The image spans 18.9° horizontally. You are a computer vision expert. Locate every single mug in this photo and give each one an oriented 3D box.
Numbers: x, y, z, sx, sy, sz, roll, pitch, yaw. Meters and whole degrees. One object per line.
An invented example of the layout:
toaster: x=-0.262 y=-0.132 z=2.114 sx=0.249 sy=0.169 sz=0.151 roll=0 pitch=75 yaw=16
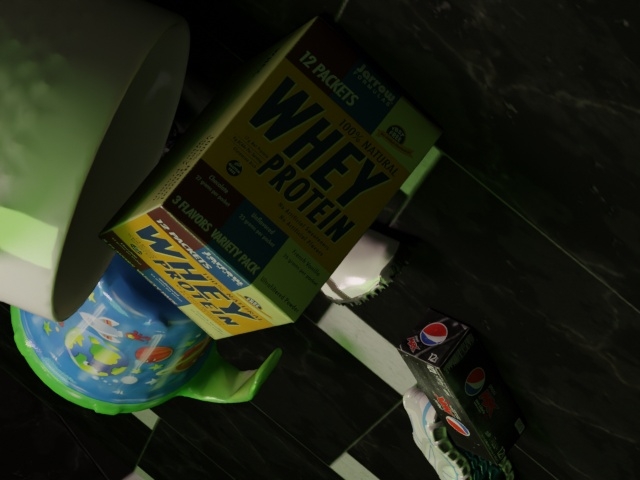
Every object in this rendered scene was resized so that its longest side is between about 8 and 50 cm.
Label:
mug: x=-0.327 y=-0.090 z=1.563 sx=0.328 sy=0.374 sz=0.276 roll=22 pitch=133 yaw=5

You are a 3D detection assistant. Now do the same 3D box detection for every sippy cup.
sippy cup: x=-0.190 y=0.043 z=2.020 sx=0.305 sy=0.240 sz=0.224 roll=5 pitch=159 yaw=-20

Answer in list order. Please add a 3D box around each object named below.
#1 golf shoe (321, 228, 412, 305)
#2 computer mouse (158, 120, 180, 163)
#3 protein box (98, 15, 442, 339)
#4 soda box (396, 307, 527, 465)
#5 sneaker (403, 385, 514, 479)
golf shoe: x=0.000 y=0.000 z=1.741 sx=0.198 sy=0.077 sz=0.094 roll=11 pitch=146 yaw=54
computer mouse: x=-0.209 y=-0.151 z=1.825 sx=0.188 sy=0.072 sz=0.272 roll=14 pitch=161 yaw=49
protein box: x=-0.044 y=-0.043 z=1.523 sx=0.136 sy=0.200 sz=0.201 roll=42 pitch=162 yaw=-11
soda box: x=0.137 y=0.141 z=1.836 sx=0.060 sy=0.053 sz=0.169 roll=24 pitch=156 yaw=42
sneaker: x=0.140 y=0.218 z=2.008 sx=0.083 sy=0.071 sz=0.191 roll=29 pitch=151 yaw=49
